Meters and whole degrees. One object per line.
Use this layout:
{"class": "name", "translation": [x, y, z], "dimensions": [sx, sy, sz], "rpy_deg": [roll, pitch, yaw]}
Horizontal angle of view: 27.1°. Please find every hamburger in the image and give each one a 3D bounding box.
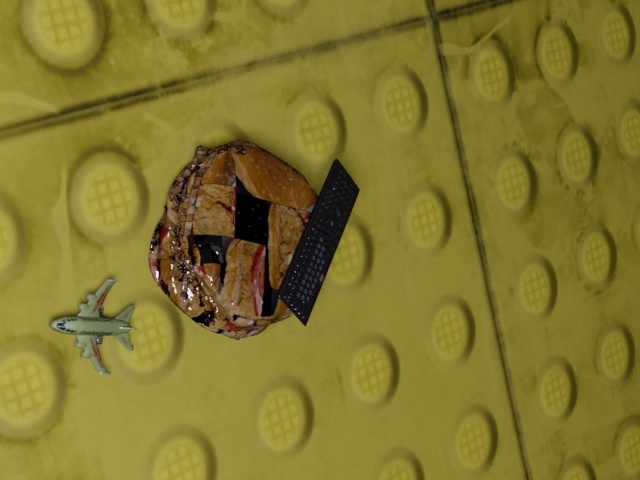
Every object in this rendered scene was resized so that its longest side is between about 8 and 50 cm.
{"class": "hamburger", "translation": [-0.085, 0.000, 1.513], "dimensions": [0.231, 0.107, 0.230], "rpy_deg": [9, 76, -39]}

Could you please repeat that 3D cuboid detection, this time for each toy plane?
{"class": "toy plane", "translation": [-0.242, 0.091, 1.404], "dimensions": [0.111, 0.040, 0.102], "rpy_deg": [6, 83, -42]}

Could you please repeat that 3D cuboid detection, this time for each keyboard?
{"class": "keyboard", "translation": [0.000, 0.000, 1.522], "dimensions": [0.063, 0.010, 0.198], "rpy_deg": [50, 50, -39]}
